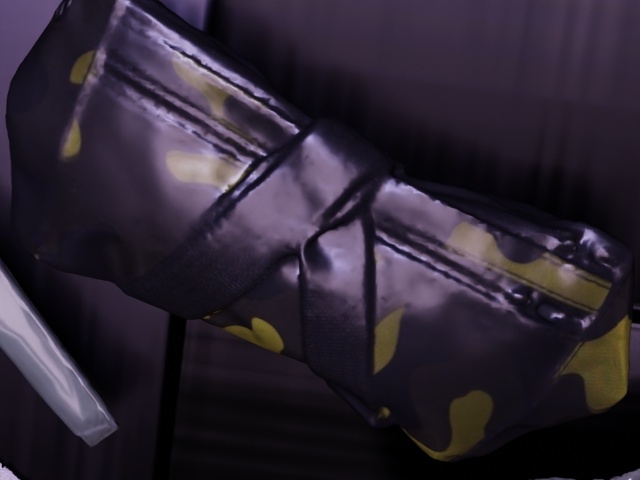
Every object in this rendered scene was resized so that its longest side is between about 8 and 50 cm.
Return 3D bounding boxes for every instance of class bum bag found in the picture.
[{"bbox_3d":[0.000,0.000,0.542,0.232,0.060,0.107,30,112,-3],"label":"bum bag"}]

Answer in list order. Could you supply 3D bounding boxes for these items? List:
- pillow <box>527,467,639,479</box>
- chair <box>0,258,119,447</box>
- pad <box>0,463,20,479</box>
[{"bbox_3d":[0.122,0.159,0.564,0.171,0.075,0.179,-8,102,5],"label":"pillow"},{"bbox_3d":[-0.230,0.012,0.487,0.203,0.190,0.275,-34,92,11],"label":"chair"},{"bbox_3d":[-0.158,0.148,0.611,0.232,0.004,0.156,42,102,-7],"label":"pad"}]
